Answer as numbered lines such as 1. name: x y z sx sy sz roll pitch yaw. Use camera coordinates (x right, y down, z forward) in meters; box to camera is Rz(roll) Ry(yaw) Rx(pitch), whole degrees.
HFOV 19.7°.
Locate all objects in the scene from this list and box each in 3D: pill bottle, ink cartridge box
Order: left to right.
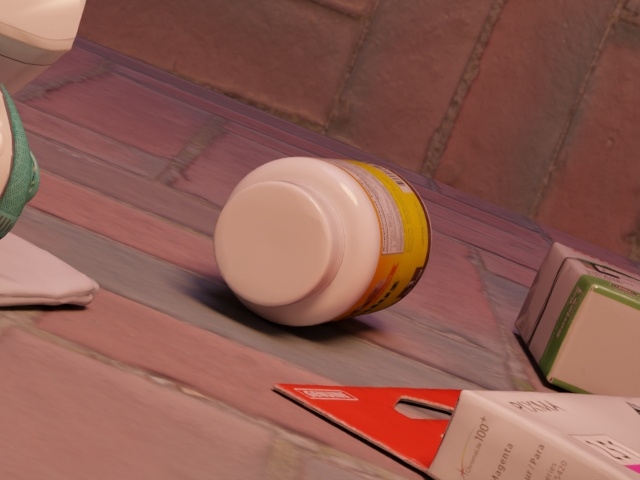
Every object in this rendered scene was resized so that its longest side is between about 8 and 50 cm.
1. pill bottle: 0.000 0.000 1.310 0.117 0.117 0.215 25 8 16
2. ink cartridge box: 0.142 0.119 1.127 0.239 0.060 0.275 29 10 31
3. ink cartridge box: 0.263 0.084 1.551 0.160 0.092 0.219 22 9 -5

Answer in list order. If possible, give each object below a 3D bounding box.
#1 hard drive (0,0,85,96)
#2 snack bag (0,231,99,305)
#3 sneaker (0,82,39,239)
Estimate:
1. hard drive: -0.306 -0.131 1.123 0.233 0.047 0.353 19 -14 -21
2. snack bag: -0.315 -0.038 1.007 0.323 0.037 0.342 26 8 25
3. sneaker: -0.190 -0.051 0.951 0.110 0.107 0.275 30 1 -27
